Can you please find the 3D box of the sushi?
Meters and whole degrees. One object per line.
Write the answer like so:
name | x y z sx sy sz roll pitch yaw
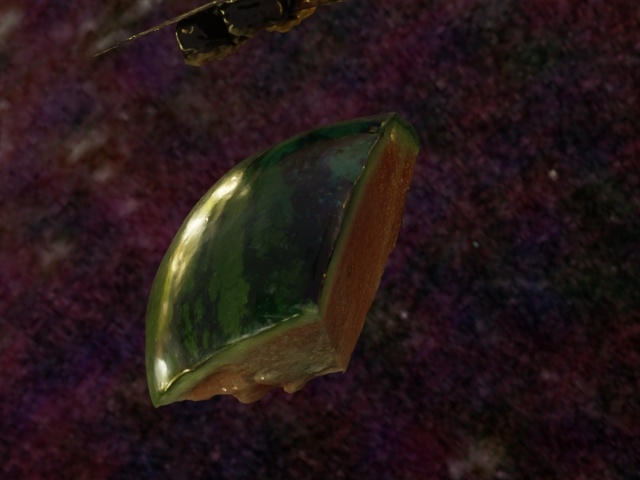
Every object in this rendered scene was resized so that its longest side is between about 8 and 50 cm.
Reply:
sushi | -0.038 -0.159 0.921 0.210 0.040 0.193 -20 12 13

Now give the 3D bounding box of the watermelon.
watermelon | -0.012 -0.014 0.758 0.146 0.128 0.231 117 177 -59
